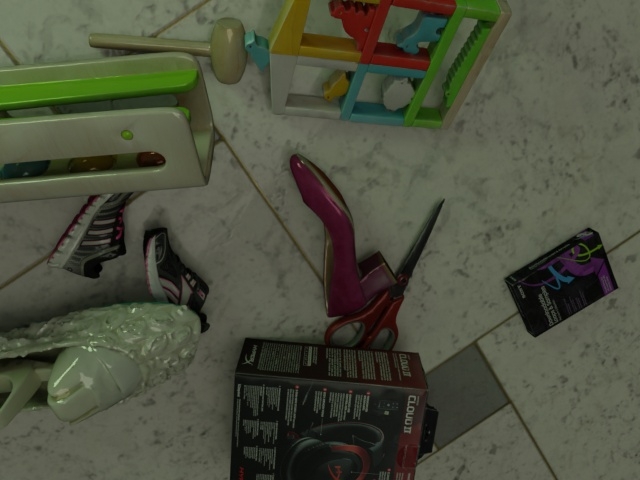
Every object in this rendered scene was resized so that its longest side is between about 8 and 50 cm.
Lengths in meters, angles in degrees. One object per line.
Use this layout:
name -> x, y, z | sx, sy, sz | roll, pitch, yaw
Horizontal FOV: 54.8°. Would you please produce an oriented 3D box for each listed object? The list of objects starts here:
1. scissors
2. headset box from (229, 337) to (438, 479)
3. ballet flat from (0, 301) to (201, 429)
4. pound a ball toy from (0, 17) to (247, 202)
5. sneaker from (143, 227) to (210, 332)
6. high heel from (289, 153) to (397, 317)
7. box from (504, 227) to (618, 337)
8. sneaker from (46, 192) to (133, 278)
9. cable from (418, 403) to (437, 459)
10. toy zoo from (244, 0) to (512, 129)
scissors -> 0.122, 0.078, 0.937 | 0.109, 0.021, 0.297 | 37, 96, -20
headset box -> 0.023, 0.271, 0.897 | 0.293, 0.110, 0.218 | 4, 109, 0
ballet flat -> -0.349, 0.177, 0.765 | 0.409, 0.147, 0.147 | -9, 111, 0
pound a ball toy -> -0.240, -0.140, 0.712 | 0.319, 0.208, 0.135 | -5, 135, 1
sneaker -> -0.192, 0.058, 0.833 | 0.077, 0.072, 0.178 | -12, 124, -14
high heel -> 0.000, 0.000, 0.856 | 0.117, 0.082, 0.244 | -32, 118, 9
box -> 0.387, 0.069, 0.990 | 0.162, 0.029, 0.116 | -31, 113, 0
sneaker -> -0.270, -0.018, 0.785 | 0.075, 0.063, 0.170 | 35, 101, -24
cable -> 0.087, 0.298, 0.994 | 0.185, 0.047, 0.150 | 17, 113, -10
toy zoo -> 0.055, -0.222, 0.749 | 0.293, 0.030, 0.192 | 3, 145, -15
